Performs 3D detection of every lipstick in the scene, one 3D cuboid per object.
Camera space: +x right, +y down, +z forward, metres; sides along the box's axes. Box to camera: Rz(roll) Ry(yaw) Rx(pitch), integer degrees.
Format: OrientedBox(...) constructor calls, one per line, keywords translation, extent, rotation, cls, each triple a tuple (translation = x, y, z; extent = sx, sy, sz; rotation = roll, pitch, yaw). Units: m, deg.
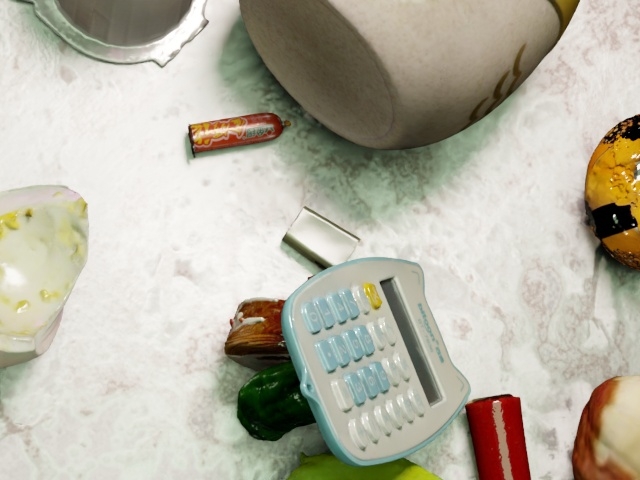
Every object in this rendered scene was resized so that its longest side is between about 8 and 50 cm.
OrientedBox(translation=(0.253, 0.331, 1.724), extent=(0.080, 0.080, 0.241), rotation=(-8, 82, -12), cls="lipstick")

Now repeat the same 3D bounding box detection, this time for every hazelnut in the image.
OrientedBox(translation=(0.462, 0.283, 1.713), extent=(0.261, 0.241, 0.261), rotation=(-2, 110, -6), cls="hazelnut")

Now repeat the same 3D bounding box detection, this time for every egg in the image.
OrientedBox(translation=(-0.408, 0.066, 1.606), extent=(0.206, 0.161, 0.271), rotation=(6, 41, 22), cls="egg")

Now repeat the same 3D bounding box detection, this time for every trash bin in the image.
OrientedBox(translation=(0.000, 0.000, 1.751), extent=(0.092, 0.043, 0.061), rotation=(34, 77, 0), cls="trash bin")

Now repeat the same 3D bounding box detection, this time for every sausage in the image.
OrientedBox(translation=(-0.111, -0.150, 1.752), extent=(0.145, 0.048, 0.050), rotation=(-10, 45, -13), cls="sausage")

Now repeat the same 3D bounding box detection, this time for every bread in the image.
OrientedBox(translation=(-0.047, 0.131, 1.661), extent=(0.161, 0.160, 0.073), rotation=(16, 71, -8), cls="bread")

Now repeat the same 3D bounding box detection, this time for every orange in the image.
OrientedBox(translation=(0.485, -0.067, 1.779), extent=(0.235, 0.182, 0.234), rotation=(1, 71, -4), cls="orange")

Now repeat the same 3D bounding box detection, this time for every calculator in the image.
OrientedBox(translation=(0.068, 0.150, 1.612), extent=(0.054, 0.386, 0.256), rotation=(-24, 85, 27), cls="calculator")

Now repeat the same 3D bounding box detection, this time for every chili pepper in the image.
OrientedBox(translation=(-0.047, 0.206, 1.616), extent=(0.098, 0.224, 0.061), rotation=(47, 59, -2), cls="chili pepper")

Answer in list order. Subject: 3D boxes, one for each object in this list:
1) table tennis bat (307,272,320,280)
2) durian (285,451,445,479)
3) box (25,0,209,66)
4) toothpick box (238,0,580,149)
OrientedBox(translation=(0.022, 0.118, 1.747), extent=(0.098, 0.019, 0.154), rotation=(-24, 88, -13), cls="table tennis bat")
OrientedBox(translation=(0.095, 0.406, 1.622), extent=(0.256, 0.204, 0.339), rotation=(-26, 85, -2), cls="durian")
OrientedBox(translation=(-0.279, -0.390, 1.677), extent=(0.291, 0.206, 0.262), rotation=(2, 80, -13), cls="box")
OrientedBox(translation=(0.134, -0.364, 1.650), extent=(0.425, 0.409, 0.409), rotation=(-43, 91, -20), cls="toothpick box")
